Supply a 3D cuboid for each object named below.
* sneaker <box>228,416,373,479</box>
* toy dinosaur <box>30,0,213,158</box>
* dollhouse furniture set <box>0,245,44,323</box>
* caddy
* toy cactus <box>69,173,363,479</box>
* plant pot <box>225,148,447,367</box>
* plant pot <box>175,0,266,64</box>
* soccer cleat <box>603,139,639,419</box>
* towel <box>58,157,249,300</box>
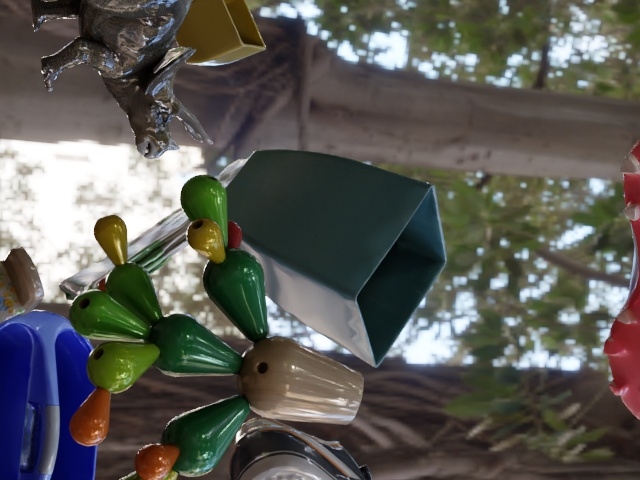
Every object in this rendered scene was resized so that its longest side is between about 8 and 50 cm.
[{"bbox_3d":[0.022,0.301,1.256,0.126,0.321,0.127,-35,-152,4],"label":"sneaker"},{"bbox_3d":[-0.179,-0.219,1.094,0.313,0.160,0.121,102,-25,-46],"label":"toy dinosaur"},{"bbox_3d":[-0.537,-0.036,1.300,0.394,0.362,0.256,66,-24,2],"label":"dollhouse furniture set"},{"bbox_3d":[-0.419,0.265,1.643,0.179,0.241,0.341,0,-98,39],"label":"caddy"},{"bbox_3d":[-0.067,0.077,0.721,0.112,0.180,0.219,134,-29,-59],"label":"toy cactus"},{"bbox_3d":[0.000,0.000,1.401,0.234,0.165,0.166,24,-25,26],"label":"plant pot"},{"bbox_3d":[-0.129,-0.251,1.449,0.083,0.081,0.081,-24,-92,19],"label":"plant pot"},{"bbox_3d":[0.266,0.025,0.892,0.083,0.095,0.248,20,-53,42],"label":"soccer cleat"},{"bbox_3d":[-0.208,-0.018,1.657,0.038,0.325,0.248,55,-17,-13],"label":"towel"}]
